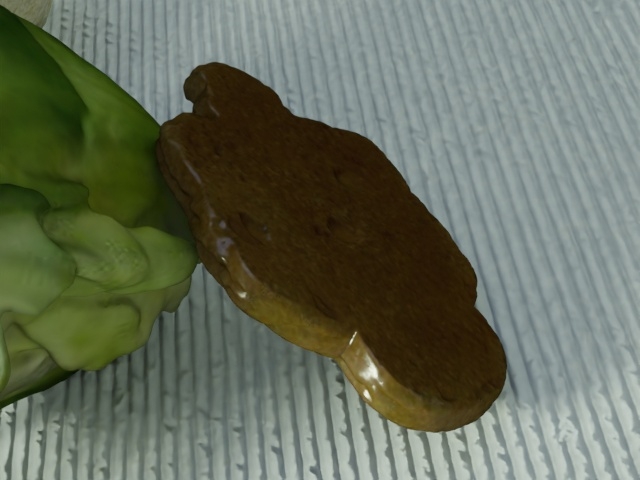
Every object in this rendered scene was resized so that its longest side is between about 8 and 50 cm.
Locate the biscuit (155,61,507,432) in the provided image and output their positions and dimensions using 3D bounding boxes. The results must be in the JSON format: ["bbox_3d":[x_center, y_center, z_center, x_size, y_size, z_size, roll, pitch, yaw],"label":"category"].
[{"bbox_3d":[0.000,0.000,0.808,0.208,0.041,0.290,-3,49,-50],"label":"biscuit"}]

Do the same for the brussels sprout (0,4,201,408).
[{"bbox_3d":[-0.253,-0.001,0.784,0.315,0.276,0.371,37,29,2],"label":"brussels sprout"}]

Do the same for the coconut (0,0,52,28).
[{"bbox_3d":[-0.392,-0.250,1.081,0.346,0.346,0.360,9,57,27],"label":"coconut"}]
